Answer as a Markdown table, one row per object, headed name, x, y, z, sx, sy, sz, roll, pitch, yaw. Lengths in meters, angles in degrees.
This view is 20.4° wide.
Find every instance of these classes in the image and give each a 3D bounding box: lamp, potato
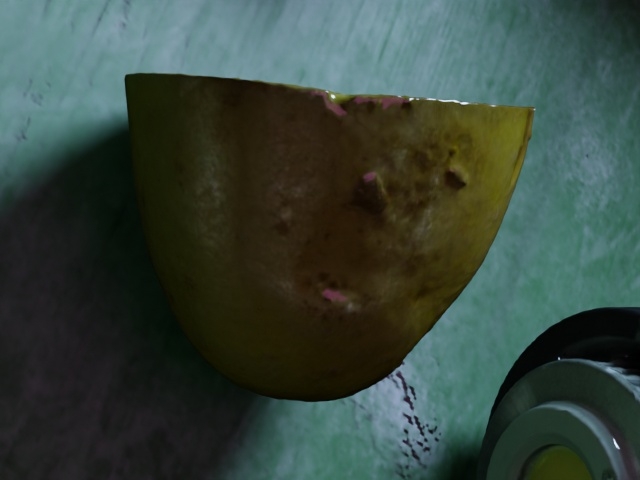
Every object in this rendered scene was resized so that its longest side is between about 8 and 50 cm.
| name | x | y | z | sx | sy | sz | roll | pitch | yaw |
| --- | --- | --- | --- | --- | --- | --- | --- | --- | --- |
| lamp | 0.222 | 0.127 | 0.960 | 0.272 | 0.205 | 0.374 | 27 | 76 | -34 |
| potato | 0.000 | 0.000 | 0.860 | 0.203 | 0.178 | 0.158 | -5 | 100 | -52 |
